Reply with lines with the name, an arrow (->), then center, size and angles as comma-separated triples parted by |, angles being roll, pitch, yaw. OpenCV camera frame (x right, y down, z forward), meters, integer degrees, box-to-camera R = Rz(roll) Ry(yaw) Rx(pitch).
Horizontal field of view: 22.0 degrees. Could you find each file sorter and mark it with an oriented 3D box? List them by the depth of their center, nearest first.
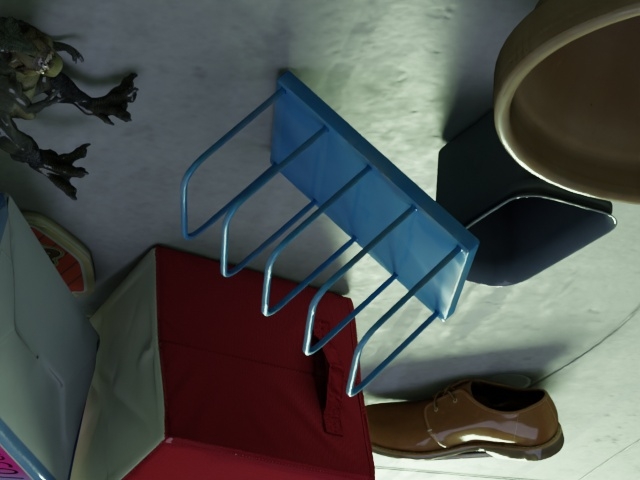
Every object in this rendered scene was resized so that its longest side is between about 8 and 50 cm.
file sorter -> 0.000, 0.000, 1.080 | 0.170, 0.104, 0.118 | 43, 159, 15

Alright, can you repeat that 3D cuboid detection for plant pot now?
plant pot -> 0.215, -0.117, 0.922 | 0.237, 0.109, 0.237 | 1, 154, 0

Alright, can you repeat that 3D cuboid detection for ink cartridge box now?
ink cartridge box -> -0.396, 0.068, 1.243 | 0.395, 0.151, 0.270 | 7, 155, 12

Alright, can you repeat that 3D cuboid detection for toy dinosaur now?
toy dinosaur -> -0.194, -0.082, 1.073 | 0.118, 0.064, 0.268 | 17, 155, -25

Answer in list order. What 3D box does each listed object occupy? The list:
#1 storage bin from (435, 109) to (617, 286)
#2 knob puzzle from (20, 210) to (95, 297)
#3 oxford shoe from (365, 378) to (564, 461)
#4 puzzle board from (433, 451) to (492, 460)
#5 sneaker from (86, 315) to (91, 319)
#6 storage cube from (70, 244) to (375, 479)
storage bin -> 0.136, -0.036, 1.117 | 0.098, 0.091, 0.135 | 14, 153, -26
knob puzzle -> -0.270, 0.025, 1.328 | 0.213, 0.030, 0.213 | 1, 154, 0
oxford shoe -> 0.127, 0.166, 1.600 | 0.212, 0.076, 0.076 | -4, 124, 16
puzzle board -> 0.156, 0.199, 1.653 | 0.128, 0.011, 0.096 | -3, -169, 4
sneaker -> -0.199, 0.082, 1.445 | 0.083, 0.032, 0.037 | -7, 154, 16
storage cube -> -0.094, 0.146, 1.367 | 0.193, 0.183, 0.215 | 17, 139, -30
